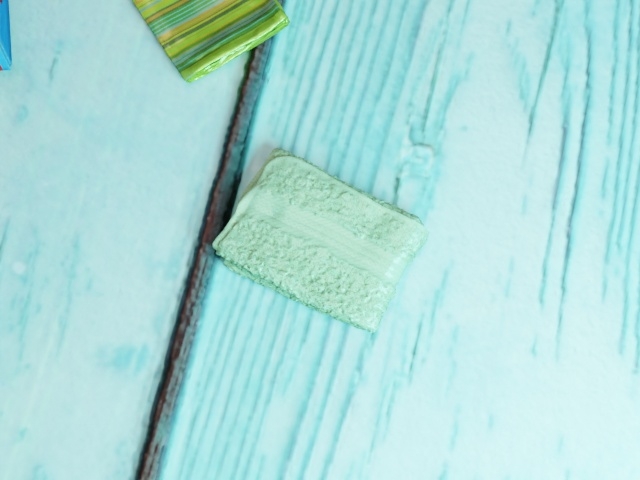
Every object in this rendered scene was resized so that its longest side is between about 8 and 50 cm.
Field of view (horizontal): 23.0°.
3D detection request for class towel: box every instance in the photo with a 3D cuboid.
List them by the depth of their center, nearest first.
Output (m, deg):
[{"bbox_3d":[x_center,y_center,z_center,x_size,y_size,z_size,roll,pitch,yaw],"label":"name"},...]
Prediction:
[{"bbox_3d":[0.000,0.000,1.240,0.148,0.027,0.110,27,79,9],"label":"towel"},{"bbox_3d":[-0.130,-0.249,1.315,0.102,0.021,0.237,-32,76,-7],"label":"towel"}]

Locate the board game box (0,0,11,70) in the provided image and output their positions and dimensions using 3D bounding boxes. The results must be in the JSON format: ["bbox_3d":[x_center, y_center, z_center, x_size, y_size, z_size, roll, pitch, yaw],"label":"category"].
[{"bbox_3d":[-0.415,-0.283,1.280,0.302,0.086,0.308,-5,75,-3],"label":"board game box"}]
